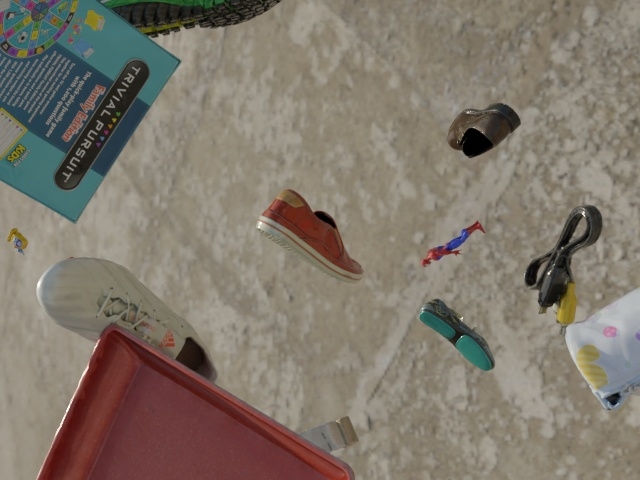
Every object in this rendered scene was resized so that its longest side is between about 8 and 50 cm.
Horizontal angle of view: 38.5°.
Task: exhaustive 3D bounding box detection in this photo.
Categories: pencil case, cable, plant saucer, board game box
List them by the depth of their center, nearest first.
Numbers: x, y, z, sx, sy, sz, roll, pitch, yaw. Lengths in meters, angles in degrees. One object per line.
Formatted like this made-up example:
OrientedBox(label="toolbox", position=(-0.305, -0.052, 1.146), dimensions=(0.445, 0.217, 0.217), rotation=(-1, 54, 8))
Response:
OrientedBox(label="plant saucer", position=(-0.115, 0.230, 0.693), dimensions=(0.259, 0.048, 0.258), rotation=(24, 90, 33))
OrientedBox(label="pencil case", position=(0.409, 0.084, 1.020), dimensions=(0.273, 0.124, 0.113), rotation=(-35, 97, 16))
OrientedBox(label="board game box", position=(-0.379, -0.213, 1.115), dimensions=(0.254, 0.336, 0.079), rotation=(-57, 34, -2))
OrientedBox(label="cable", position=(0.453, 0.034, 1.689), dimensions=(0.139, 0.072, 0.287), rotation=(-113, 28, -47))

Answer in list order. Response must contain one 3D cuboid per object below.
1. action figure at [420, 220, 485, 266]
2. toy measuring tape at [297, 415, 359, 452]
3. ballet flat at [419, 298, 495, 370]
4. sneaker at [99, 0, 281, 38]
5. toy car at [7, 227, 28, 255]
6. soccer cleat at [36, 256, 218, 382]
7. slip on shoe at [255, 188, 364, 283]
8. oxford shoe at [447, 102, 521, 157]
OrientedBox(label="action figure", position=(0.214, 0.010, 1.493), dimensions=(0.030, 0.115, 0.038), rotation=(59, -174, -16))
OrientedBox(label="toy measuring tape", position=(-0.106, 0.313, 1.203), dimensions=(0.121, 0.330, 0.121), rotation=(158, 90, -88))
OrientedBox(label="ballet flat", position=(0.288, 0.185, 1.865), dimensions=(0.188, 0.070, 0.070), rotation=(41, 132, 2))
OrientedBox(label="sneaker", position=(-0.186, -0.396, 1.366), dimensions=(0.134, 0.343, 0.146), rotation=(169, 90, -78))
OrientedBox(label="toy car", position=(-0.447, 0.040, 1.245), dimensions=(0.040, 0.060, 0.122), rotation=(35, 93, 19))
OrientedBox(label="soccer cleat", position=(-0.155, 0.072, 0.780), dimensions=(0.076, 0.196, 0.068), rotation=(32, 84, 39))
OrientedBox(label="slip on shoe", position=(0.000, 0.000, 1.742), dimensions=(0.123, 0.331, 0.101), rotation=(26, 83, 36))
OrientedBox(label="oxford shoe", position=(0.297, -0.208, 1.813), dimensions=(0.096, 0.083, 0.227), rotation=(-46, 8, -14))
